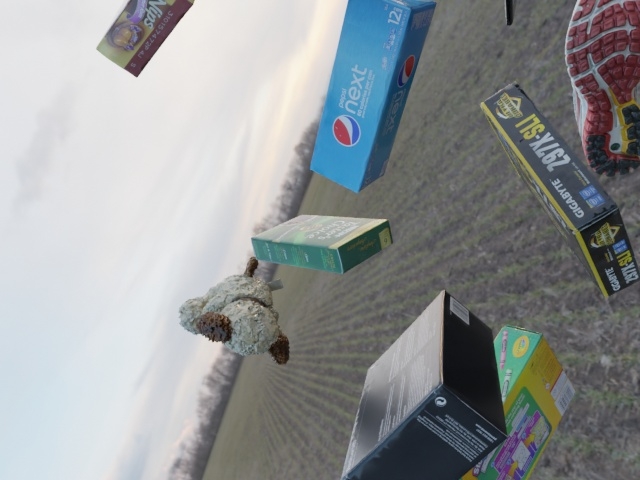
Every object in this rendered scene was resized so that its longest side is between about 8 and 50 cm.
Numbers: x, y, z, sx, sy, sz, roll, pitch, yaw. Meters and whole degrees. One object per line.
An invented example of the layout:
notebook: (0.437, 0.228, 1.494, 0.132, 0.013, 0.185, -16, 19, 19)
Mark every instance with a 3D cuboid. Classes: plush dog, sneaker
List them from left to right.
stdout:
plush dog: (-0.165, 0.172, 1.343, 0.211, 0.262, 0.225, -62, 26, 17)
sneaker: (0.328, -0.192, 0.706, 0.093, 0.088, 0.225, -74, -26, -57)

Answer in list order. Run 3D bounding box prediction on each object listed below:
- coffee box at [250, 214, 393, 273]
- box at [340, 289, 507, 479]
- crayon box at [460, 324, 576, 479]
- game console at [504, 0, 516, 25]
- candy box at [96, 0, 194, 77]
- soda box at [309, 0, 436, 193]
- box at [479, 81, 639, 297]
coffee box: (0.000, 0.000, 0.865, 0.113, 0.184, 0.040, -27, -68, -38)
box: (0.137, 0.205, 0.787, 0.184, 0.103, 0.261, -49, 3, 22)
crayon box: (0.305, 0.303, 1.002, 0.278, 0.165, 0.081, -50, 31, -21)
game console: (0.284, -0.429, 0.980, 0.122, 0.071, 0.107, 43, -123, -64)
candy box: (-0.172, -0.271, 0.650, 0.109, 0.053, 0.187, -38, 34, 31)
soda box: (0.053, -0.164, 0.659, 0.067, 0.071, 0.210, -37, -31, -49)
box: (0.413, -0.089, 1.037, 0.079, 0.257, 0.322, -32, 50, 15)
